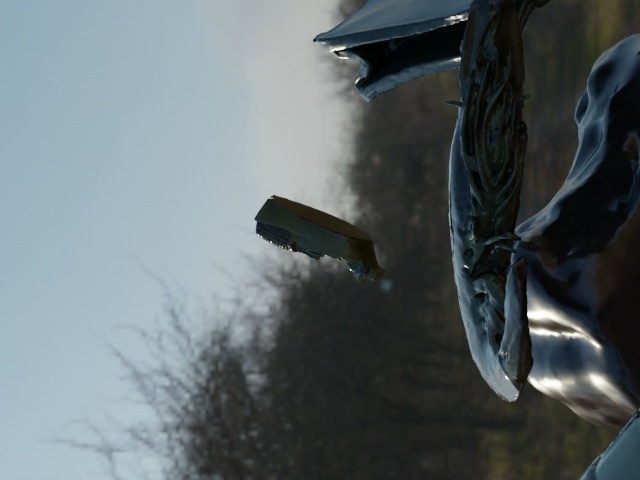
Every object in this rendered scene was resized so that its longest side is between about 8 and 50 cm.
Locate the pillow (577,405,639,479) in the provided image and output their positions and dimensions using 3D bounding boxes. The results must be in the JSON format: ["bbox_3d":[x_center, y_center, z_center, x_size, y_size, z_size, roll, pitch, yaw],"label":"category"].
[{"bbox_3d":[0.219,0.157,0.729,0.249,0.106,0.186,-60,33,32],"label":"pillow"}]

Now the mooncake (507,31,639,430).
[{"bbox_3d":[0.333,0.002,1.180,0.381,0.350,0.212,-48,11,-20],"label":"mooncake"}]

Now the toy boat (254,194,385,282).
[{"bbox_3d":[0.000,0.000,1.331,0.047,0.149,0.048,-25,-45,-59],"label":"toy boat"}]

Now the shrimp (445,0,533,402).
[{"bbox_3d":[0.128,-0.019,0.929,0.169,0.058,0.296,-110,15,-61],"label":"shrimp"}]

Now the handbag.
[{"bbox_3d":[0.148,-0.235,1.155,0.247,0.260,0.079,-46,-71,-26],"label":"handbag"}]
